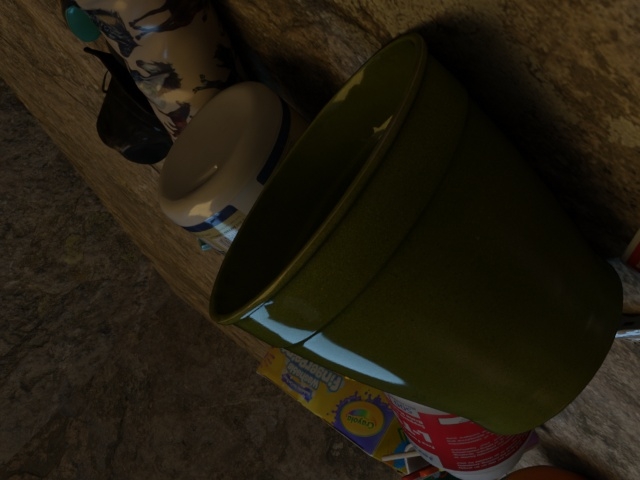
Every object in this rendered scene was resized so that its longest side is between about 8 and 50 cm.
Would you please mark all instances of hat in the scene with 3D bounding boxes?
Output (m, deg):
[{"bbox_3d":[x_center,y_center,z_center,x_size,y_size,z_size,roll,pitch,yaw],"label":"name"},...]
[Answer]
[{"bbox_3d":[-0.332,-0.220,1.680,0.331,0.134,0.331,38,-173,-6],"label":"hat"}]

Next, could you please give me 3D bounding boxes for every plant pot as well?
[{"bbox_3d":[0.127,0.026,1.016,0.353,0.367,0.366,34,168,-14],"label":"plant pot"}]

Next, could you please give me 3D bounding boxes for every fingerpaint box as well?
[{"bbox_3d":[0.126,0.386,2.135,0.371,0.163,0.444,36,174,-39],"label":"fingerpaint box"}]

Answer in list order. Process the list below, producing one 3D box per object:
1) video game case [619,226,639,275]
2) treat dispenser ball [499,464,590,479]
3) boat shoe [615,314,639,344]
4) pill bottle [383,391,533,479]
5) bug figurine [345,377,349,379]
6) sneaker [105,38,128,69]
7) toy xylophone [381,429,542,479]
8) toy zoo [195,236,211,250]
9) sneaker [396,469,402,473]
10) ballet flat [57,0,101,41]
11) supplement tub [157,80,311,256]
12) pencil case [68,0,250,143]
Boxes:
[{"bbox_3d":[0.426,0.061,0.857,0.285,0.025,0.204,39,165,17],"label":"video game case"},{"bbox_3d":[0.429,0.572,1.739,0.288,0.288,0.288,40,165,13],"label":"treat dispenser ball"},{"bbox_3d":[0.376,0.111,1.113,0.035,0.035,0.100,49,158,-9],"label":"boat shoe"},{"bbox_3d":[0.222,0.230,1.462,0.229,0.229,0.408,33,162,34],"label":"pill bottle"},{"bbox_3d":[0.101,0.126,1.647,0.216,0.072,0.279,12,118,33],"label":"bug figurine"},{"bbox_3d":[-0.276,-0.318,1.579,0.228,0.087,0.092,39,149,13],"label":"sneaker"},{"bbox_3d":[0.262,0.412,1.805,0.081,0.236,0.322,69,154,10],"label":"toy xylophone"},{"bbox_3d":[-0.283,-0.118,1.964,0.192,0.030,0.293,116,136,-75],"label":"toy zoo"},{"bbox_3d":[0.308,0.530,2.333,0.276,0.135,0.098,-1,125,37],"label":"sneaker"},{"bbox_3d":[-0.449,-0.458,1.684,0.232,0.080,0.073,87,163,-65],"label":"ballet flat"},{"bbox_3d":[-0.049,-0.053,1.331,0.316,0.228,0.228,37,171,-33],"label":"supplement tub"},{"bbox_3d":[-0.219,-0.270,1.363,0.183,0.160,0.410,1,145,24],"label":"pencil case"}]
